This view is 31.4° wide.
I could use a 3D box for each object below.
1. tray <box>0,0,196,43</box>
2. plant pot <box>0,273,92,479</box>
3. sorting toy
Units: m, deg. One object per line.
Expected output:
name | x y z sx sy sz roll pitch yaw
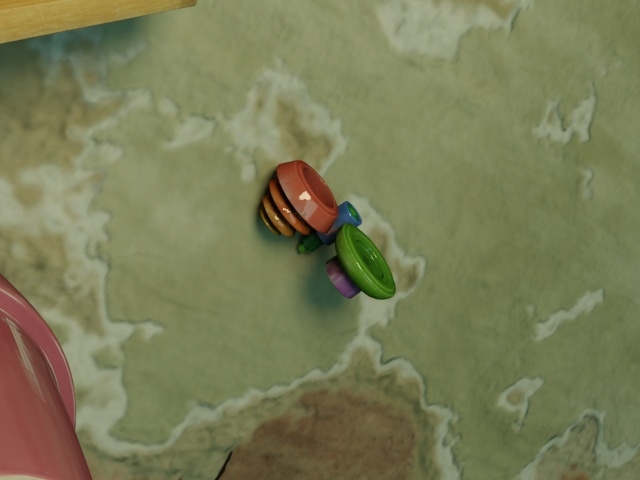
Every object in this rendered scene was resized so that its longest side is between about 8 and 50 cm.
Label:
tray | -0.124 -0.281 0.396 0.203 0.076 0.411 -29 128 -54
plant pot | -0.187 0.116 0.511 0.201 0.180 0.201 -15 118 -31
sorting toy | 0.000 0.000 0.674 0.042 0.061 0.102 -35 95 18
